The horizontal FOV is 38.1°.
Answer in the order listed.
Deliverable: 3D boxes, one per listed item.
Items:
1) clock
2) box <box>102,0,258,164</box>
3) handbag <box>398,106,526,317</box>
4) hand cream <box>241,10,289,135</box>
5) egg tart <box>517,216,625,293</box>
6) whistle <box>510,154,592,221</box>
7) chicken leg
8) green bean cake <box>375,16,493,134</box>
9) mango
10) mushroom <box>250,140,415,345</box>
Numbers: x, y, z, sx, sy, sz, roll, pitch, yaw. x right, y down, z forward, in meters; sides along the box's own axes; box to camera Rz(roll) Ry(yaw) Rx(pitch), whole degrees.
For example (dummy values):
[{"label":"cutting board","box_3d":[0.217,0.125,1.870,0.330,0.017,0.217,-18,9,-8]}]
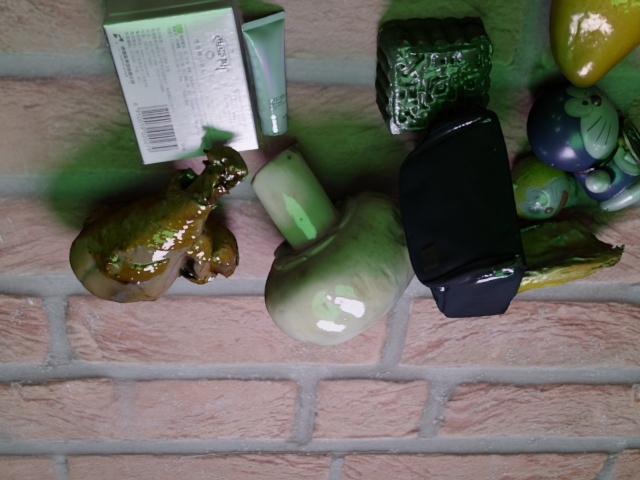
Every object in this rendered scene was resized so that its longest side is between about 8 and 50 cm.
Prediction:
[{"label":"clock","box_3d":[0.455,-0.161,1.565,0.243,0.199,0.146,39,134,-25]},{"label":"box","box_3d":[-0.211,-0.260,1.452,0.195,0.111,0.260,-7,129,0]},{"label":"handbag","box_3d":[0.220,-0.037,1.489,0.178,0.301,0.275,-8,164,8]},{"label":"hand cream","box_3d":[-0.083,-0.267,1.501,0.078,0.050,0.205,-22,132,-21]},{"label":"egg tart","box_3d":[0.394,0.032,1.704,0.315,0.120,0.315,-15,174,-2]},{"label":"whistle","box_3d":[0.425,-0.088,1.669,0.223,0.123,0.123,1,131,-26]},{"label":"chicken leg","box_3d":[-0.232,-0.023,1.599,0.295,0.182,0.409,19,135,-36]},{"label":"green bean cake","box_3d":[0.184,-0.263,1.502,0.181,0.094,0.173,-4,129,-4]},{"label":"mango","box_3d":[0.446,-0.377,1.409,0.177,0.119,0.316,17,123,-6]},{"label":"mushroom","box_3d":[0.000,0.000,1.617,0.314,0.314,0.336,-32,100,20]}]
